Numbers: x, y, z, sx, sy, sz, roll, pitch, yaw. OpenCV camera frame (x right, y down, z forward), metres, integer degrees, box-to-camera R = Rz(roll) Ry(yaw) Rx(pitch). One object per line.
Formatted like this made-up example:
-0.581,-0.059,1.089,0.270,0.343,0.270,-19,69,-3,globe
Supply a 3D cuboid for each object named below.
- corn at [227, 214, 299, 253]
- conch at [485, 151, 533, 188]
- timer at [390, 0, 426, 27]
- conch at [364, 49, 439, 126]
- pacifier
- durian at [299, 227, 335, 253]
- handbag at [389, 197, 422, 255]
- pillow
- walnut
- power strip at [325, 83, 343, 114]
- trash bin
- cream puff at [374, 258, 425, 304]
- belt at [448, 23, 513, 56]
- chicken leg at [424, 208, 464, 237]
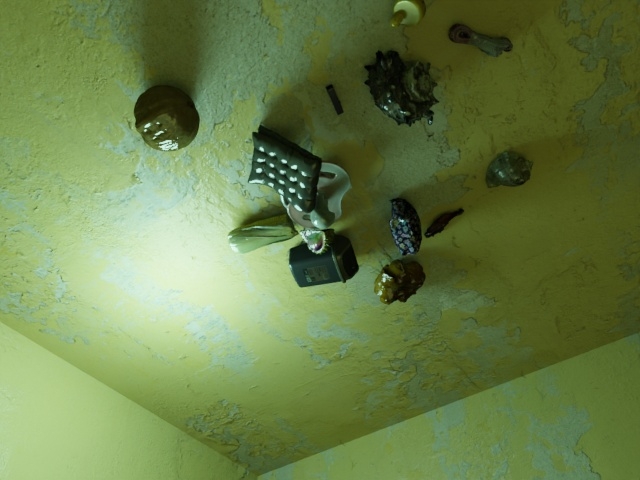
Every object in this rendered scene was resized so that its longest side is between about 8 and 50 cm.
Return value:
-0.249,-0.026,2.018,0.305,0.122,0.123,-16,110,5,corn
0.788,-0.293,1.970,0.207,0.130,0.155,-24,96,40,conch
0.282,-0.740,1.514,0.107,0.109,0.107,26,159,11,timer
0.296,-0.541,1.646,0.313,0.186,0.240,34,92,-9,conch
-0.005,-0.165,1.884,0.220,0.273,0.332,-23,143,-40,pacifier
-0.001,0.004,2.018,0.119,0.187,0.108,-6,95,-41,durian
0.369,-0.065,2.018,0.127,0.207,0.228,-12,124,22,handbag
-0.135,-0.263,1.747,0.326,0.101,0.228,31,134,26,pillow
-0.534,-0.418,1.615,0.228,0.228,0.228,-4,129,-4,walnut
0.054,-0.516,1.715,0.029,0.038,0.111,-22,130,10,power strip
0.016,0.096,2.123,0.291,0.182,0.209,-13,131,10,trash bin
0.375,0.203,2.275,0.241,0.154,0.269,18,118,-27,cream puff
0.553,-0.692,1.625,0.232,0.053,0.071,9,119,-15,belt
0.557,-0.079,2.129,0.093,0.053,0.205,12,138,-45,chicken leg
